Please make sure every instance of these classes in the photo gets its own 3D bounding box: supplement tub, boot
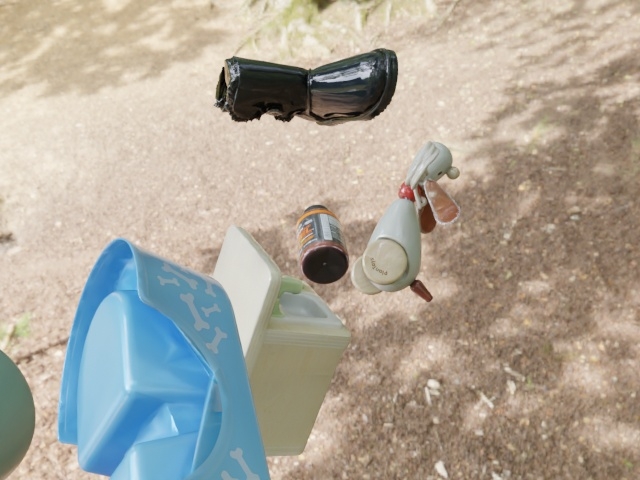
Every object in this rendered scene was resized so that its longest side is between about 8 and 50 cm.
[{"bbox_3d":[0.000,0.000,1.330,0.106,0.106,0.197,-7,33,-2],"label":"supplement tub"},{"bbox_3d":[-0.031,-0.224,0.898,0.207,0.094,0.246,0,-1,-27],"label":"boot"}]

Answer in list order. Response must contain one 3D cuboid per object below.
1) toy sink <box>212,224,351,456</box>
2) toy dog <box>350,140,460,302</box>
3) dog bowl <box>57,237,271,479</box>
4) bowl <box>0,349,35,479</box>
[{"bbox_3d":[-0.062,0.119,0.745,0.131,0.234,0.153,10,17,-30],"label":"toy sink"},{"bbox_3d":[0.193,-0.017,1.181,0.161,0.333,0.220,30,10,1],"label":"toy dog"},{"bbox_3d":[-0.101,0.134,0.375,0.074,0.166,0.297,14,39,-32],"label":"dog bowl"},{"bbox_3d":[-0.586,0.285,0.863,0.312,0.311,0.163,-11,14,-8],"label":"bowl"}]
